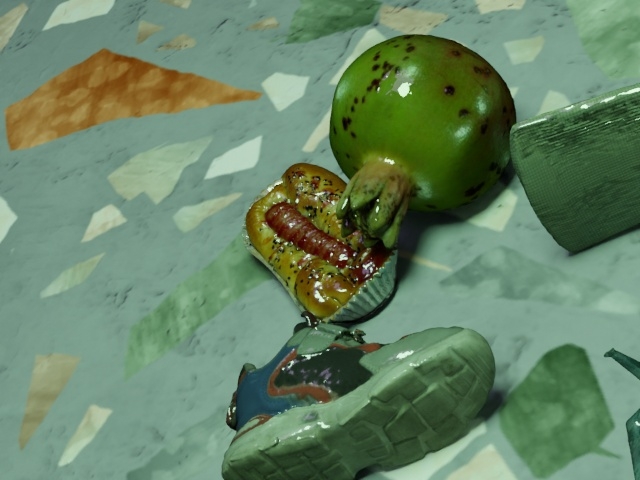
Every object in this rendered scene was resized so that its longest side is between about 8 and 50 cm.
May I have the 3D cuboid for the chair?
[{"bbox_3d":[0.313,-0.124,1.199,0.319,0.160,0.186,-13,50,23],"label":"chair"}]

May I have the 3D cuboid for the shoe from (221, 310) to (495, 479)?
[{"bbox_3d":[0.023,0.108,1.200,0.228,0.099,0.125,-27,43,15],"label":"shoe"}]

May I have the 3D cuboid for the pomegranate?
[{"bbox_3d":[0.077,-0.082,1.318,0.159,0.159,0.205,4,50,37],"label":"pomegranate"}]

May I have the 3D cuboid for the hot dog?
[{"bbox_3d":[0.000,0.000,1.360,0.108,0.059,0.191,-40,42,-1],"label":"hot dog"}]

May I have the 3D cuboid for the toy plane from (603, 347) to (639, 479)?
[{"bbox_3d":[0.238,0.134,1.028,0.223,0.104,0.326,-50,29,26],"label":"toy plane"}]
